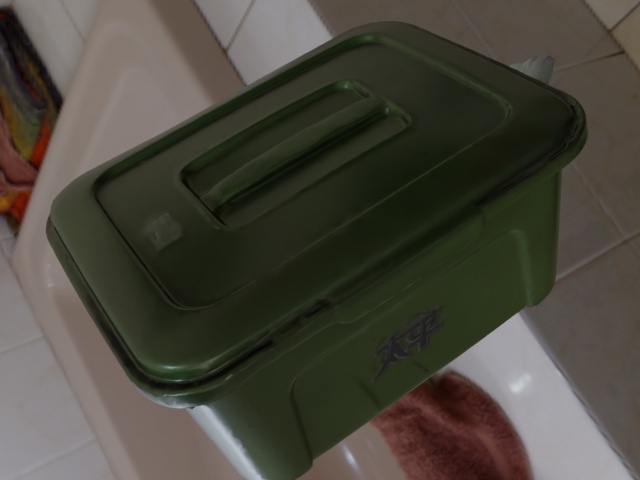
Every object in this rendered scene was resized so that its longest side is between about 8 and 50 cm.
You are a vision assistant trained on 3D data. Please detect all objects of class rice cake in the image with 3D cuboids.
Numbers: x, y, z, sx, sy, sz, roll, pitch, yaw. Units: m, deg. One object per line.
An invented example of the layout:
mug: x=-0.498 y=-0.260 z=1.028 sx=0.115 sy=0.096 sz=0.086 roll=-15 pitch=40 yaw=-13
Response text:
rice cake: x=0.244 y=-0.139 z=1.046 sx=0.080 sy=0.042 sz=0.222 roll=3 pitch=67 yaw=56

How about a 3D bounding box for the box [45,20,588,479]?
box: x=0.000 y=0.000 z=0.578 sx=0.253 sy=0.328 sz=0.178 roll=44 pitch=158 yaw=44
